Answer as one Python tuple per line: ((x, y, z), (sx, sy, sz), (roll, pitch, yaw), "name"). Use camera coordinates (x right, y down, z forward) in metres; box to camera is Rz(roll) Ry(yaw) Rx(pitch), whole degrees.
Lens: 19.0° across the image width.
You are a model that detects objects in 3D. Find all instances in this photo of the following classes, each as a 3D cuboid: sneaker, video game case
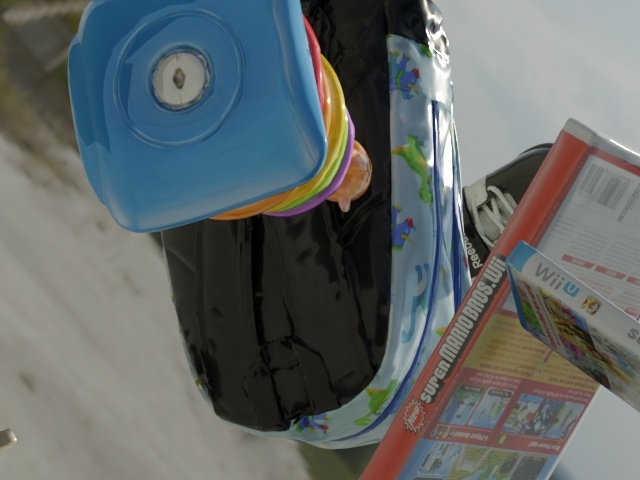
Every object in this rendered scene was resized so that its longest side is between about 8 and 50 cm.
((0.165, 0.003, 2.111), (0.330, 0.146, 0.122), (-38, -102, 50), "sneaker")
((0.130, 0.072, 1.178), (0.025, 0.285, 0.204), (34, 9, 31), "video game case")
((0.157, 0.067, 0.862), (0.166, 0.015, 0.119), (36, -7, 18), "video game case")

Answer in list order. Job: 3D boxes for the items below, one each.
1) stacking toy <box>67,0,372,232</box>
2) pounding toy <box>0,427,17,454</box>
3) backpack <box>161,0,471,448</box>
((-0.034, -0.078, 1.343), (0.302, 0.165, 0.175), (24, 53, -65), "stacking toy")
((-0.398, 0.157, 1.638), (0.269, 0.154, 0.155), (-19, 72, -53), "pounding toy")
((0.000, 0.000, 1.630), (0.273, 0.290, 0.356), (38, 43, -53), "backpack")
